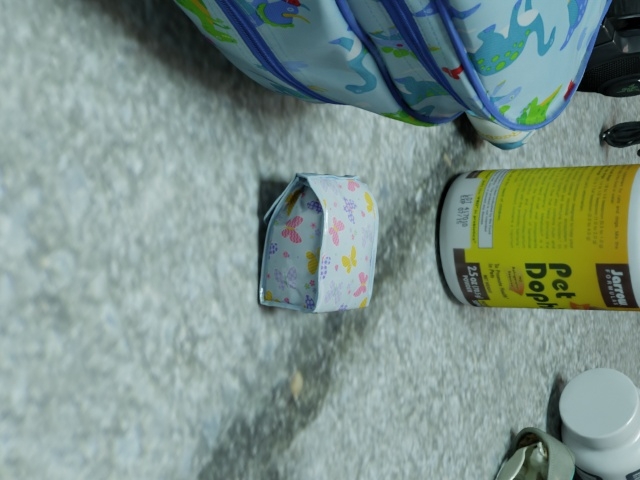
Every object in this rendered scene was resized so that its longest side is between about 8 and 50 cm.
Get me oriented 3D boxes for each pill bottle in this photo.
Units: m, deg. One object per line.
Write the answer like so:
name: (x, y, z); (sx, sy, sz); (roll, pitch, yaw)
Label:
pill bottle: (0.213, -0.002, 0.929); (0.117, 0.215, 0.117); (2, 88, -61)
pill bottle: (0.316, 0.214, 1.224); (0.180, 0.108, 0.108); (56, 44, -46)

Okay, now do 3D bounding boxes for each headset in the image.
headset: (0.303, -0.239, 1.223); (0.394, 0.185, 0.243); (42, 49, -34)

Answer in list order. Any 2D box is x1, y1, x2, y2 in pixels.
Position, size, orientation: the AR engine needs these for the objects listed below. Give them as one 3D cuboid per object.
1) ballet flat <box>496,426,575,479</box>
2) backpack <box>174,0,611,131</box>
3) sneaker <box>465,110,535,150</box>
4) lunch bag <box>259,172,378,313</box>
ballet flat: (0.174, 0.262, 1.028); (0.068, 0.072, 0.213); (40, 49, -20)
backpack: (0.031, -0.199, 0.586); (0.355, 0.273, 0.290); (84, 24, -69)
sneaker: (0.170, -0.190, 1.001); (0.092, 0.087, 0.229); (48, 56, -59)
lunch bag: (0.000, 0.000, 0.713); (0.071, 0.053, 0.083); (-3, 102, -59)
